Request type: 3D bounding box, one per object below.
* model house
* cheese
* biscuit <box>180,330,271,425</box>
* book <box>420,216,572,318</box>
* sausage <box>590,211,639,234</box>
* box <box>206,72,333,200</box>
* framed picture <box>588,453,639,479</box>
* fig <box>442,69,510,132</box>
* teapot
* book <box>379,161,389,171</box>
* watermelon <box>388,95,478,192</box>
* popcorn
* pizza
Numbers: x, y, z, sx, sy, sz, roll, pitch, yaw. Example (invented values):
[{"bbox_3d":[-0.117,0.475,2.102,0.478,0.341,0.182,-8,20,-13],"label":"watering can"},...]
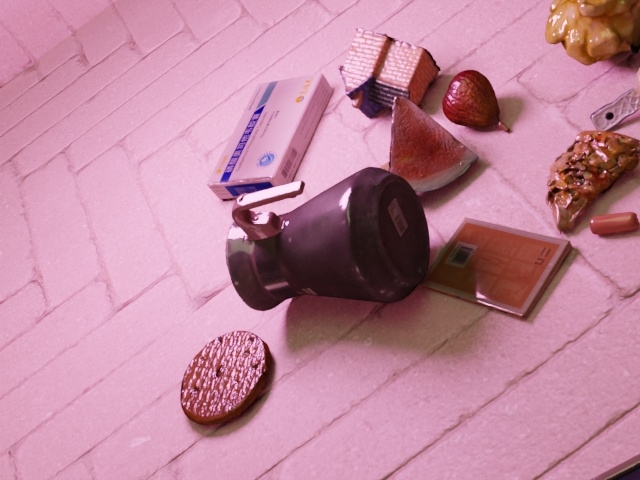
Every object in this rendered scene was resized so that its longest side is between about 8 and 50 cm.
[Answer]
[{"bbox_3d":[0.147,-0.351,2.279,0.182,0.166,0.172,18,78,29],"label":"model house"},{"bbox_3d":[0.613,-0.277,1.894,0.235,0.127,0.050,-35,7,25],"label":"cheese"},{"bbox_3d":[-0.186,0.269,1.992,0.212,0.036,0.212,-21,43,21],"label":"biscuit"},{"bbox_3d":[0.315,0.045,1.850,0.241,0.018,0.170,17,64,46],"label":"book"},{"bbox_3d":[0.509,-0.030,1.764,0.083,0.034,0.034,-7,47,31],"label":"sausage"},{"bbox_3d":[-0.118,-0.249,2.433,0.200,0.065,0.343,-3,50,34],"label":"box"},{"bbox_3d":[0.436,0.401,1.403,0.281,0.019,0.209,-32,39,7],"label":"framed picture"},{"bbox_3d":[0.313,-0.271,2.107,0.119,0.119,0.153,-24,65,17],"label":"fig"},{"bbox_3d":[0.000,0.000,1.917,0.343,0.300,0.253,-14,44,31],"label":"teapot"},{"bbox_3d":[0.079,-0.056,2.123,0.230,0.026,0.161,-34,38,4],"label":"book"},{"bbox_3d":[0.189,-0.186,2.072,0.207,0.202,0.136,-34,-3,-19],"label":"watermelon"},{"bbox_3d":[0.575,-0.479,2.025,0.215,0.252,0.286,35,76,8],"label":"popcorn"},{"bbox_3d":[0.474,-0.125,1.859,0.226,0.069,0.147,-41,41,-5],"label":"pizza"}]
